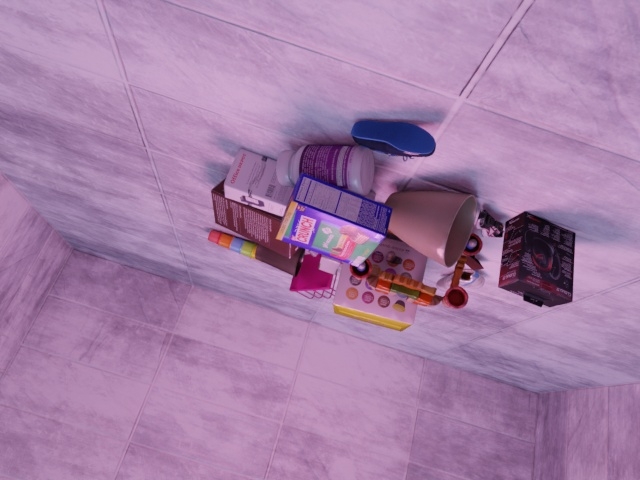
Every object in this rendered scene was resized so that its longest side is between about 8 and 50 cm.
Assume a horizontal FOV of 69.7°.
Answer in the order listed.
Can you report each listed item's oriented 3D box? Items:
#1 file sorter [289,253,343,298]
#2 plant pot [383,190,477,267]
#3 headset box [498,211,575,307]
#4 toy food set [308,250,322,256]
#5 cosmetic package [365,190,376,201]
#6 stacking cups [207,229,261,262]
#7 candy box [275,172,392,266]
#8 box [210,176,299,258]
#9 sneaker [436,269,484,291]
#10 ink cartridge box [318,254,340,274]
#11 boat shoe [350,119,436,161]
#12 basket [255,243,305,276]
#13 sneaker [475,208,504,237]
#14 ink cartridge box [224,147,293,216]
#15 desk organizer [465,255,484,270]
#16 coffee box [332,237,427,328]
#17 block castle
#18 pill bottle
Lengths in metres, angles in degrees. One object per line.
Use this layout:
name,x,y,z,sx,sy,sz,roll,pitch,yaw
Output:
file sorter,0.017,0.195,2.422,0.291,0.202,0.182,-9,149,45
plant pot,0.361,-0.072,1.600,0.274,0.256,0.256,22,161,31
headset box,0.743,0.080,1.576,0.218,0.293,0.110,20,156,-10
toy food set,0.018,0.038,2.202,0.232,0.104,0.111,41,165,-10
cosmetic package,0.094,-0.104,1.731,0.151,0.183,0.151,25,154,-16
stacking cups,-0.451,0.021,2.490,0.316,0.096,0.096,21,156,-4
candy box,0.036,-0.056,1.523,0.317,0.122,0.268,21,151,-6
box,-0.247,-0.102,1.863,0.381,0.143,0.191,26,139,18
sneaker,0.637,0.179,2.134,0.229,0.087,0.092,-17,133,41
ink cartridge box,0.067,0.023,2.001,0.087,0.208,0.153,19,156,3
boat shoe,0.220,-0.299,1.360,0.258,0.109,0.089,24,168,25
basket,-0.209,0.070,2.361,0.227,0.154,0.204,19,141,6
sneaker,0.610,-0.059,1.633,0.077,0.072,0.178,13,170,35
ink cartridge box,-0.219,-0.215,1.710,0.237,0.172,0.100,19,156,-4
desk organizer,0.640,0.078,1.944,0.050,0.047,0.130,-14,142,45
coffee box,0.255,0.190,2.026,0.338,0.334,0.338,14,165,6
block castle,0.356,0.071,1.762,0.453,0.303,0.213,17,169,7
pill bottle,0.013,-0.234,1.523,0.302,0.169,0.169,6,154,22
